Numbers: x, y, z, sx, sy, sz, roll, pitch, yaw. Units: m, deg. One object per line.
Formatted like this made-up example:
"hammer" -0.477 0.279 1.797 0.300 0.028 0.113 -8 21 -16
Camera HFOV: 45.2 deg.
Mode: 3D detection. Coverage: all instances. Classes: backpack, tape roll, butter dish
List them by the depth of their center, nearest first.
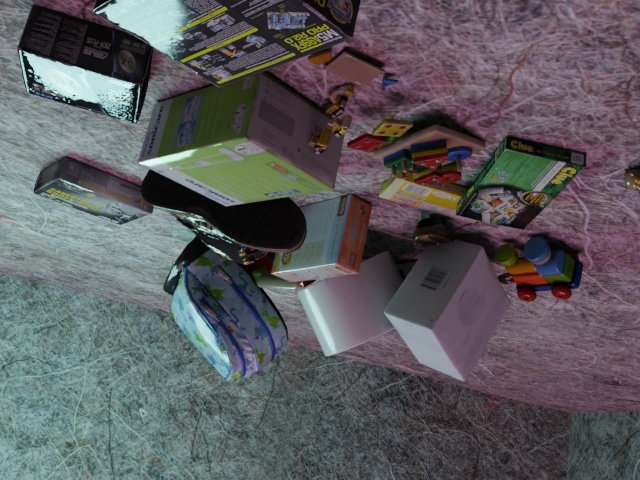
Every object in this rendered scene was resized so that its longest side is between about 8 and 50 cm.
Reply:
"tape roll" 0.087 0.148 1.815 0.246 0.169 0.246 -24 177 -1
"backpack" -0.246 0.185 1.996 0.355 0.273 0.290 38 147 -1
"butter dish" -0.166 0.090 2.106 0.159 0.118 0.160 0 160 34

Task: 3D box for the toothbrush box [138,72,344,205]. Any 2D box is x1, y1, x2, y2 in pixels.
"toothbrush box" -0.133 -0.159 1.291 0.283 0.122 0.206 -7 156 43

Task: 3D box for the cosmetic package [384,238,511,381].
"cosmetic package" 0.287 0.149 1.708 0.138 0.224 0.225 17 153 43

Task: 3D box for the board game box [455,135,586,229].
"board game box" 0.337 -0.092 1.327 0.136 0.030 0.260 14 157 -3

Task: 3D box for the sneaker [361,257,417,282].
"sneaker" 0.210 0.135 1.964 0.349 0.148 0.131 2 161 26

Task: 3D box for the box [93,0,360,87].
"box" -0.121 -0.294 0.963 0.216 0.060 0.270 25 159 -40

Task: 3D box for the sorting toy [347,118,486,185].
"sorting toy" 0.171 -0.132 1.234 0.274 0.046 0.132 10 159 -43

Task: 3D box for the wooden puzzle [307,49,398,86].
"wooden puzzle" 0.047 -0.245 1.092 0.116 0.014 0.078 22 164 -31

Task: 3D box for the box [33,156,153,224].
"box" -0.527 -0.110 1.801 0.231 0.056 0.183 23 160 -34

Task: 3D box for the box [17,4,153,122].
"box" -0.354 -0.263 1.173 0.180 0.078 0.147 15 162 -13

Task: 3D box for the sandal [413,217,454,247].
"sandal" 0.226 -0.021 1.595 0.089 0.060 0.219 -9 173 13

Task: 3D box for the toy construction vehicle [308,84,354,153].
"toy construction vehicle" 0.016 -0.186 1.176 0.035 0.086 0.098 25 160 -21

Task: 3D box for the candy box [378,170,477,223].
"candy box" 0.225 -0.083 1.468 0.205 0.027 0.105 15 163 -11

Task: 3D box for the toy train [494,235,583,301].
"toy train" 0.430 0.058 1.685 0.143 0.105 0.248 36 152 -32

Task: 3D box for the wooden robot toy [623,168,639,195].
"wooden robot toy" 0.526 -0.094 1.225 0.173 0.076 0.079 29 -169 -45

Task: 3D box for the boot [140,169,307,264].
"boot" -0.169 -0.034 1.646 0.377 0.138 0.284 15 166 21

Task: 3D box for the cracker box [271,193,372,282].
"cracker box" 0.000 0.000 1.653 0.067 0.156 0.232 25 158 -33

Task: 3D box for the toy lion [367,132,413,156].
"toy lion" 0.136 -0.155 1.296 0.096 0.034 0.100 13 164 -31

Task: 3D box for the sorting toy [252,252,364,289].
"sorting toy" -0.032 0.069 1.839 0.347 0.196 0.047 -1 117 54
